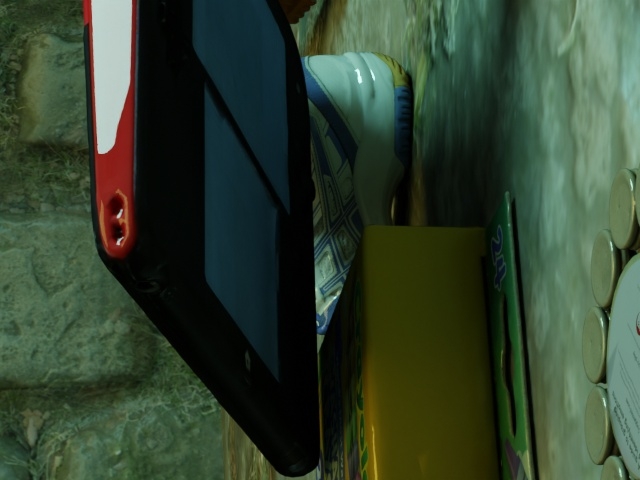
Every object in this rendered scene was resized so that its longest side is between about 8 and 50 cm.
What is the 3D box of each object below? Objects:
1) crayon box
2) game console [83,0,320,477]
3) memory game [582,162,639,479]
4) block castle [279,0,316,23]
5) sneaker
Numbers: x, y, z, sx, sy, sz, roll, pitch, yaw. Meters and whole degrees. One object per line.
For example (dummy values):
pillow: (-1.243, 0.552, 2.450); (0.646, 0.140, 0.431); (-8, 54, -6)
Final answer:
crayon box: (0.054, 0.124, 1.100); (0.323, 0.083, 0.203); (109, 161, -65)
game console: (-0.062, -0.064, 1.086); (0.386, 0.060, 0.342); (60, -160, -61)
memory game: (0.141, 0.054, 0.727); (0.186, 0.012, 0.186); (-179, 90, -82)
block castle: (-0.091, -0.384, 1.847); (0.453, 0.212, 0.303); (157, 127, -74)
sneaker: (0.000, 0.000, 1.355); (0.112, 0.131, 0.296); (153, 117, -79)
